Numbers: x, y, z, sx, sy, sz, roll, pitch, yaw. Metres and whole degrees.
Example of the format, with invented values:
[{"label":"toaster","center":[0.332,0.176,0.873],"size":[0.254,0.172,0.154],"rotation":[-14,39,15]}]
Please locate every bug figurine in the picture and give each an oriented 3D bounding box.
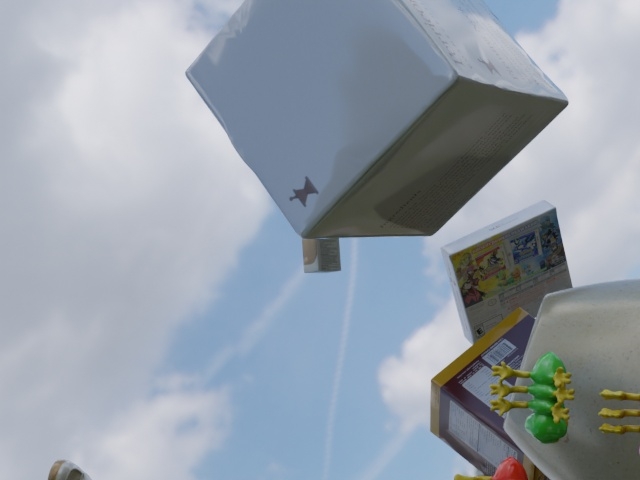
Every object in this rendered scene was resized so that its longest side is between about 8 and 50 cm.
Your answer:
[{"label":"bug figurine","center":[0.263,0.222,1.157],"size":[0.072,0.279,0.216],"rotation":[-1,-85,-49]}]

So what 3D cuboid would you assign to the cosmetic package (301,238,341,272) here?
[{"label":"cosmetic package","center":[0.000,0.000,2.170],"size":[0.060,0.041,0.115],"rotation":[2,-98,-45]}]

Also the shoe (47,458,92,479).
[{"label":"shoe","center":[-0.330,0.383,1.759],"size":[0.219,0.058,0.076],"rotation":[70,-156,-48]}]

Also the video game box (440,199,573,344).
[{"label":"video game box","center":[0.317,0.055,2.048],"size":[0.205,0.048,0.187],"rotation":[-24,-60,-12]}]

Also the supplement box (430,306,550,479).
[{"label":"supplement box","center":[0.291,0.237,1.735],"size":[0.191,0.194,0.129],"rotation":[-35,-36,-26]}]

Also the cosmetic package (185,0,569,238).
[{"label":"cosmetic package","center":[0.091,-0.224,1.803],"size":[0.327,0.329,0.394],"rotation":[-45,-22,25]}]

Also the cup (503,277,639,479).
[{"label":"cup","center":[0.348,0.178,1.414],"size":[0.331,0.237,0.331],"rotation":[17,-90,-80]}]
